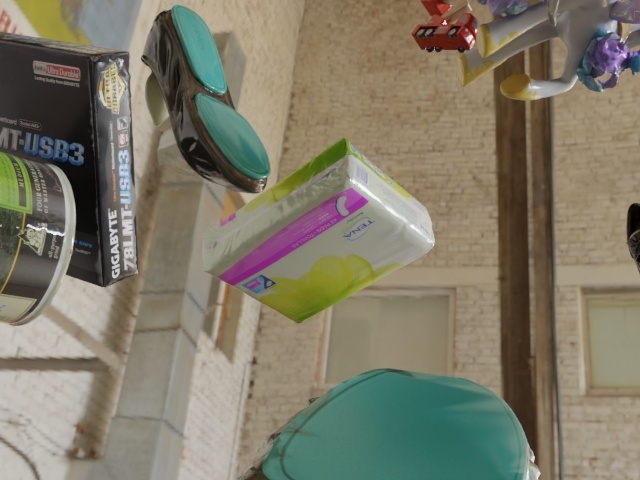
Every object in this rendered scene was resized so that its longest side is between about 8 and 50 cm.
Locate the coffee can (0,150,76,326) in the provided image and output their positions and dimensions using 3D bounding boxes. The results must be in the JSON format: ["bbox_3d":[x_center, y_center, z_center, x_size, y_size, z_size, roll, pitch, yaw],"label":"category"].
[{"bbox_3d":[-0.441,-0.022,0.918,0.201,0.202,0.275,-19,-23,38],"label":"coffee can"}]

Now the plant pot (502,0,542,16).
[{"bbox_3d":[0.337,-0.519,1.464,0.256,0.256,0.274,-21,-69,40],"label":"plant pot"}]

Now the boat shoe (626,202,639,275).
[{"bbox_3d":[0.423,0.006,1.100,0.049,0.152,0.056,39,-61,-17],"label":"boat shoe"}]

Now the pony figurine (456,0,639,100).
[{"bbox_3d":[0.377,-0.350,1.149,0.363,0.303,0.351,-13,-38,-2],"label":"pony figurine"}]

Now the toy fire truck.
[{"bbox_3d":[0.249,-0.428,1.637,0.192,0.135,0.047,17,-25,52],"label":"toy fire truck"}]

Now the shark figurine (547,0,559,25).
[{"bbox_3d":[0.373,-0.300,0.889,0.278,0.116,0.166,1,-71,-9],"label":"shark figurine"}]

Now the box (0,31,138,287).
[{"bbox_3d":[-0.368,-0.115,1.107,0.295,0.073,0.294,16,-65,30],"label":"box"}]

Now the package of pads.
[{"bbox_3d":[0.000,0.000,1.306,0.296,0.101,0.229,-31,-44,27],"label":"package of pads"}]

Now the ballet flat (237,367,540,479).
[{"bbox_3d":[0.015,0.161,0.342,0.146,0.147,0.409,0,6,13],"label":"ballet flat"}]

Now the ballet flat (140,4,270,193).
[{"bbox_3d":[-0.128,-0.128,0.879,0.095,0.281,0.096,22,-56,-42],"label":"ballet flat"}]
